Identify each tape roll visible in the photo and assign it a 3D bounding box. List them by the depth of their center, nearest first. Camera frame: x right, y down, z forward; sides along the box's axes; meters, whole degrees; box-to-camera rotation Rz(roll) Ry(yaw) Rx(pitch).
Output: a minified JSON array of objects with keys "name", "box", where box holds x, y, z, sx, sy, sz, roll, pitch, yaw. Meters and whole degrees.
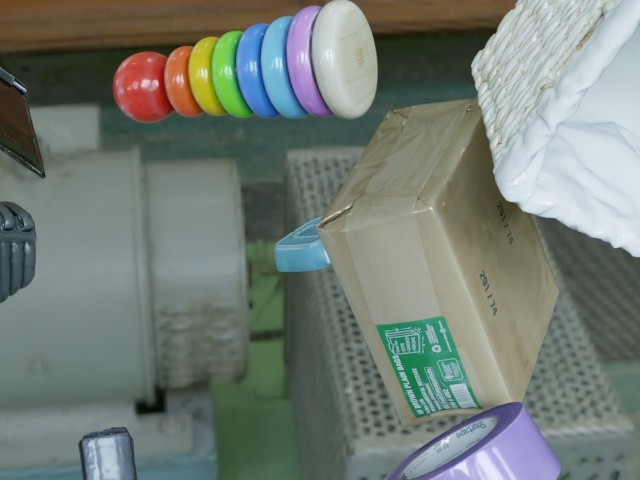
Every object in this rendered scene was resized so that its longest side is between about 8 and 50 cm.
[{"name":"tape roll","box":[0.160,0.258,1.443,0.189,0.189,0.080,-31,90,-35]}]

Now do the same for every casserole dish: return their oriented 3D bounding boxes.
[{"name":"casserole dish","box":[0.000,0.000,1.841,0.114,0.037,0.188,-33,12,-23]}]

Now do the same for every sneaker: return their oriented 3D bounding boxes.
[{"name":"sneaker","box":[-0.396,-0.037,1.451,0.104,0.296,0.147,28,45,35]}]

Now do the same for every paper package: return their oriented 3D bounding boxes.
[{"name":"paper package","box":[0.161,0.026,1.732,0.168,0.325,0.309,-10,27,28]}]

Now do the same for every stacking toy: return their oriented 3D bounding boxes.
[{"name":"stacking toy","box":[-0.103,-0.203,1.624,0.330,0.141,0.141,-4,33,25]}]

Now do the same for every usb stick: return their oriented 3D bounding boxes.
[{"name":"usb stick","box":[-0.276,0.394,1.807,0.077,0.045,0.278,-4,79,-28]}]

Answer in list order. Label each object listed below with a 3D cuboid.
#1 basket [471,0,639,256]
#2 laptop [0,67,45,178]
[{"name":"basket","box":[0.383,-0.183,1.478,0.331,0.328,0.266,21,31,-24]},{"name":"laptop","box":[-0.630,-0.218,1.900,0.408,0.382,0.236,-20,46,39]}]
